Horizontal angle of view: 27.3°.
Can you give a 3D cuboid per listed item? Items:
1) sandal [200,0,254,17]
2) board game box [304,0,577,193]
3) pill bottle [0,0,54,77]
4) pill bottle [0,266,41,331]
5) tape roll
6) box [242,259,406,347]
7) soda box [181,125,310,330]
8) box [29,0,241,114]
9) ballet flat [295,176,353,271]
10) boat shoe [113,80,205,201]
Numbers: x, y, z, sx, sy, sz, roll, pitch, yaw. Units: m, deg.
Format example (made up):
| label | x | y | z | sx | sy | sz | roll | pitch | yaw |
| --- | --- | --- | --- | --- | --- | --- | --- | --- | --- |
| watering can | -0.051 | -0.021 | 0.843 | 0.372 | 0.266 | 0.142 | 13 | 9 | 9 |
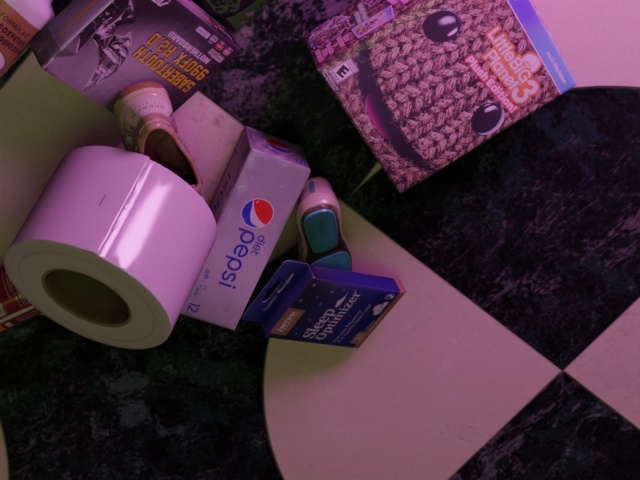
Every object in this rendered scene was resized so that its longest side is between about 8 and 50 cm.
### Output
| label | x | y | z | sx | sy | sz | roll | pitch | yaw |
| --- | --- | --- | --- | --- | --- | --- | --- | --- | --- |
| sandal | -0.055 | -0.389 | 1.771 | 0.254 | 0.054 | 0.097 | -42 | 116 | 13 |
| board game box | 0.164 | -0.250 | 1.831 | 0.291 | 0.141 | 0.232 | -33 | 118 | 8 |
| pill bottle | -0.421 | -0.300 | 1.709 | 0.229 | 0.131 | 0.131 | -45 | 115 | 3 |
| pill bottle | -0.425 | 0.068 | 1.929 | 0.152 | 0.086 | 0.086 | -24 | 118 | 3 |
| tape roll | -0.284 | 0.013 | 1.799 | 0.246 | 0.169 | 0.246 | 17 | 148 | 11 |
| box | 0.006 | 0.099 | 1.987 | 0.225 | 0.036 | 0.136 | 11 | 129 | -38 |
| soda box | -0.118 | -0.016 | 1.934 | 0.098 | 0.091 | 0.286 | 18 | 112 | -18 |
| box | -0.241 | -0.256 | 1.750 | 0.183 | 0.056 | 0.231 | -41 | 146 | 11 |
| ballet flat | 0.000 | 0.000 | 1.962 | 0.086 | 0.086 | 0.248 | -8 | 141 | -5 |
| boat shoe | -0.222 | -0.093 | 1.833 | 0.104 | 0.089 | 0.285 | -22 | 143 | -5 |
